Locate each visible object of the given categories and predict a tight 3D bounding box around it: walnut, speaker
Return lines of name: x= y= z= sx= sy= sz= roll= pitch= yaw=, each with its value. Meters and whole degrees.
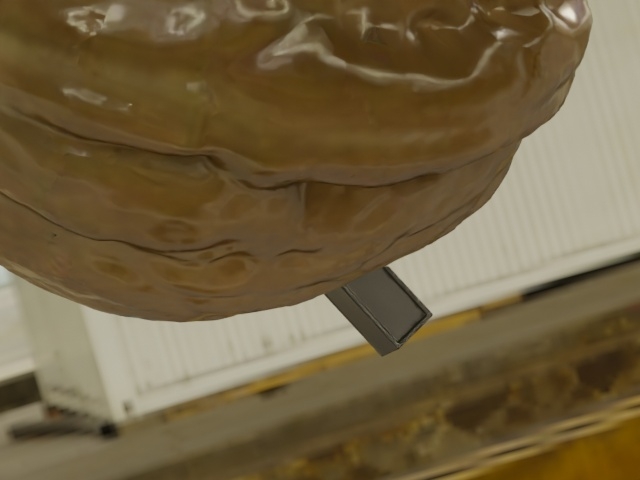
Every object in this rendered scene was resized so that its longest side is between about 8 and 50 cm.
walnut: x=-0.037 y=-0.114 z=0.771 sx=0.333 sy=0.332 sz=0.333 roll=-16 pitch=4 yaw=1
speaker: x=0.000 y=0.000 z=1.328 sx=0.040 sy=0.191 sz=0.046 roll=-43 pitch=3 yaw=-19
